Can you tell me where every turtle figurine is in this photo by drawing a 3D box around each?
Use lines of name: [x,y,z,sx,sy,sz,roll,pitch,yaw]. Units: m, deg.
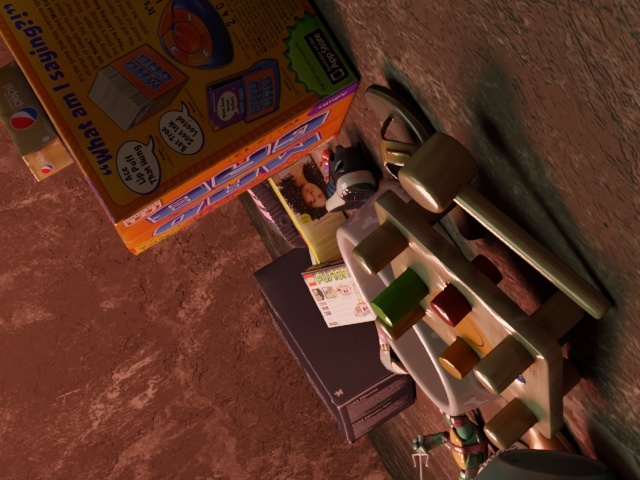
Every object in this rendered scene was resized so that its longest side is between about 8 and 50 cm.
turtle figurine: [0.231,0.351,2.176,0.175,0.118,0.234,15,122,59]

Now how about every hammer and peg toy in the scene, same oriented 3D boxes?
hammer and peg toy: [0.155,0.065,1.313,0.266,0.127,0.361,44,168,25]

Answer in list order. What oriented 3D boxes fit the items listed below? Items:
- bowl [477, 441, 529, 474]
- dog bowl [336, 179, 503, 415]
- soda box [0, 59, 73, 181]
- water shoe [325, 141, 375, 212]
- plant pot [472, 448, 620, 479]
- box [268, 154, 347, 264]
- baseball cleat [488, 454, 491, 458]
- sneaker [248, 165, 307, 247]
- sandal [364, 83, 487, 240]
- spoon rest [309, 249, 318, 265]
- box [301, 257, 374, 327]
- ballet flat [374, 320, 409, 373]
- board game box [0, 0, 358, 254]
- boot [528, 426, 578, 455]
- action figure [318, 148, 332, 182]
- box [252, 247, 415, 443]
bowl: [0.278,0.395,1.927,0.170,0.080,0.170,170,90,-69]
dog bowl: [0.142,0.090,1.766,0.349,0.102,0.349,58,173,11]
soda box: [-0.413,-0.170,1.789,0.181,0.058,0.061,54,172,35]
water shoe: [0.045,-0.094,1.874,0.203,0.073,0.080,127,133,-78]
plant pot: [0.267,0.357,1.506,0.290,0.290,0.195,-157,71,-78]
box: [0.000,-0.033,2.285,0.232,0.087,0.058,58,173,-3]
baseball cleat: [0.305,0.440,2.217,0.109,0.072,0.206,68,167,-17]
sneaker: [-0.110,-0.129,2.536,0.131,0.112,0.319,43,161,57]
sandal: [0.108,-0.084,1.438,0.219,0.060,0.090,58,173,10]
spoon rest: [0.000,0.000,2.424,0.276,0.084,0.137,56,170,13]
box: [0.060,0.084,2.182,0.207,0.036,0.114,-14,106,54]
ballet flat: [0.146,0.188,2.267,0.079,0.077,0.221,49,164,38]
board game box: [-0.204,-0.237,1.746,0.356,0.356,0.356,59,173,4]
boot: [0.268,0.325,1.658,0.197,0.152,0.073,63,172,-29]
action figure: [0.014,-0.118,2.080,0.038,0.030,0.115,61,172,24]
box: [0.035,0.210,2.670,0.343,0.179,0.312,56,173,21]
